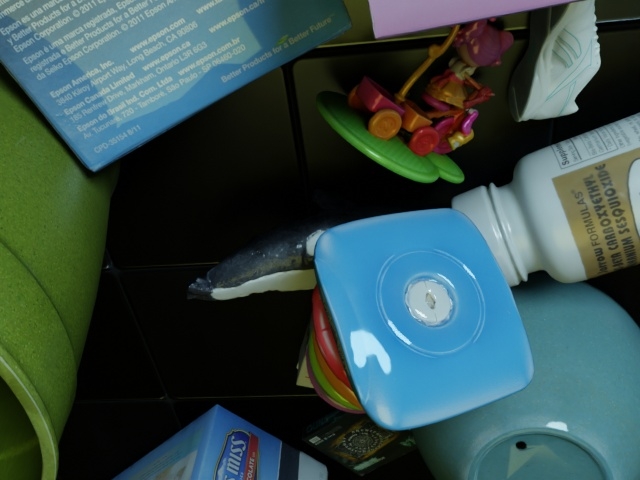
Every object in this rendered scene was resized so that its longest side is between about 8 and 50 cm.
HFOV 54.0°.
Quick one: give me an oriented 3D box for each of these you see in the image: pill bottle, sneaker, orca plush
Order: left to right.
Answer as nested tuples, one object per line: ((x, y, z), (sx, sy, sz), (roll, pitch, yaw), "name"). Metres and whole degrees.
((0.000, 0.000, 0.666), (0.287, 0.102, 0.151), (-15, 152, 3), "orca plush")
((0.211, -0.172, 0.539), (0.061, 0.053, 0.152), (0, 135, -7), "sneaker")
((0.249, -0.032, 0.588), (0.229, 0.131, 0.131), (-20, 124, 19), "pill bottle")

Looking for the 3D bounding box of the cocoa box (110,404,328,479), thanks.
((-0.190, 0.454, 0.941), (0.228, 0.231, 0.347), (38, 122, -22), "cocoa box")

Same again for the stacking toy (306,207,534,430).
((0.047, 0.109, 0.623), (0.166, 0.175, 0.302), (-11, 159, -21), "stacking toy")

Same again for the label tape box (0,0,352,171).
((-0.159, -0.249, 0.438), (0.241, 0.106, 0.333), (-27, 123, 6), "label tape box")

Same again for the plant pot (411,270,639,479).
((0.226, 0.202, 0.675), (0.290, 0.195, 0.290), (4, 110, 12), "plant pot")

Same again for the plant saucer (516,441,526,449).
((0.421, 0.350, 0.906), (0.333, 0.081, 0.332), (2, 128, 4), "plant saucer")

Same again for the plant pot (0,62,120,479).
((-0.335, -0.004, 0.520), (0.367, 0.353, 0.366), (2, 127, 3), "plant pot")

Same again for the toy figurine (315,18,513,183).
((0.108, -0.144, 0.540), (0.173, 0.130, 0.159), (16, 121, -36), "toy figurine")

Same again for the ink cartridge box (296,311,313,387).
((0.032, 0.134, 0.781), (0.104, 0.061, 0.181), (12, 128, -4), "ink cartridge box")

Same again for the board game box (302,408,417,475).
((0.083, 0.271, 0.906), (0.186, 0.026, 0.126), (-36, 117, 28), "board game box")

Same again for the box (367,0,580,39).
((0.126, -0.235, 0.370), (0.214, 0.243, 0.117), (-8, 127, 10), "box")
